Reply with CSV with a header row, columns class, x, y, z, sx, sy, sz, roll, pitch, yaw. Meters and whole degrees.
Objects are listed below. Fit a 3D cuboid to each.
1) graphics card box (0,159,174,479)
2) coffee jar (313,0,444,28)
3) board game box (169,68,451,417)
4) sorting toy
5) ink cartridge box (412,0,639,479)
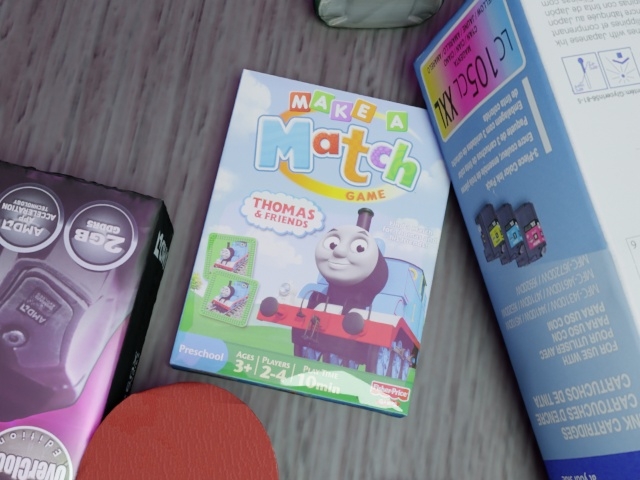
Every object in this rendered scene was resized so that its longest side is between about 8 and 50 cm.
class,x,y,z,sx,sy,sz,roll,pitch,yaw
graphics card box,-0.246,0.129,0.546,0.233,0.094,0.371,14,75,0
coffee jar,0.037,-0.253,0.662,0.096,0.079,0.184,-3,77,-5
board game box,0.000,0.000,0.621,0.160,0.039,0.211,12,75,-1
sorting toy,-0.043,0.266,0.501,0.127,0.126,0.365,-14,72,13
ink cartridge box,0.253,0.017,0.560,0.270,0.151,0.395,-12,76,-18
